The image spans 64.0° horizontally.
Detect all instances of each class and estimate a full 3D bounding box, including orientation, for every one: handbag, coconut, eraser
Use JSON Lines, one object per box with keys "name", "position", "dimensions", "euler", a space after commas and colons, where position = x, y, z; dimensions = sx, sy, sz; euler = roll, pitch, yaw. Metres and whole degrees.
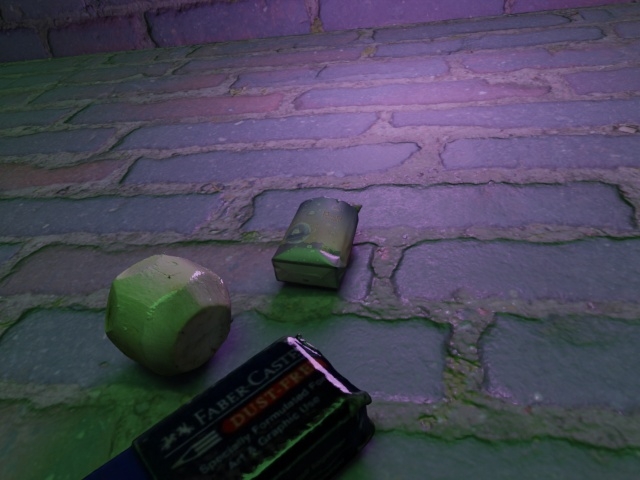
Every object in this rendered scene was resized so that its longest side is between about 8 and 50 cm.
{"name": "handbag", "position": [0.000, 0.000, 0.861], "dimensions": [0.117, 0.095, 0.173], "euler": [8, 47, 14]}
{"name": "coconut", "position": [-0.214, 0.098, 0.716], "dimensions": [0.162, 0.161, 0.161], "euler": [28, 49, 28]}
{"name": "eraser", "position": [-0.105, 0.238, 0.542], "dimensions": [0.332, 0.102, 0.155], "euler": [-30, 40, -28]}
